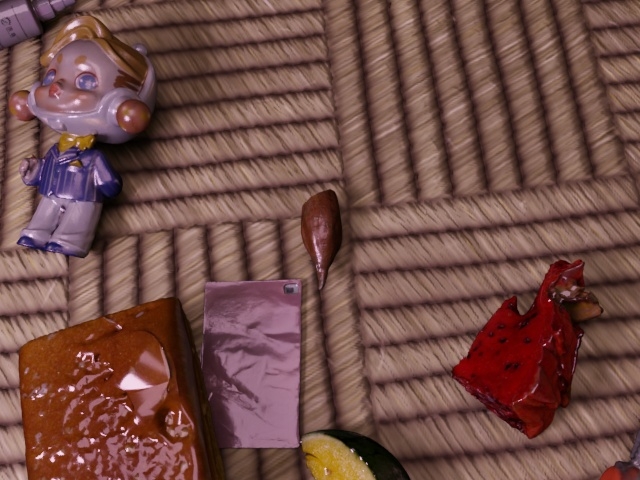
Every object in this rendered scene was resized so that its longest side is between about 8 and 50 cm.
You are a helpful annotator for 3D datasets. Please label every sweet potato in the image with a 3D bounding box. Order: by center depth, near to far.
[{"bbox_3d":[0.000,0.000,0.904,0.049,0.049,0.117,-2,68,3],"label":"sweet potato"}]

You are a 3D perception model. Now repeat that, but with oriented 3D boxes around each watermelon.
[{"bbox_3d":[0.056,0.264,0.807,0.092,0.075,0.181,-41,62,35],"label":"watermelon"}]

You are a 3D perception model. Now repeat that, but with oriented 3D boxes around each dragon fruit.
[{"bbox_3d":[0.235,0.109,0.850,0.092,0.122,0.192,40,67,-24],"label":"dragon fruit"}]

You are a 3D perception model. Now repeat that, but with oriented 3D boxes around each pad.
[{"bbox_3d":[-0.077,0.133,0.880,0.113,0.006,0.187,-2,69,4],"label":"pad"}]

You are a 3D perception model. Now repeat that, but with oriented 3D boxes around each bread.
[{"bbox_3d":[-0.200,0.194,0.807,0.184,0.110,0.234,-17,69,-2],"label":"bread"}]

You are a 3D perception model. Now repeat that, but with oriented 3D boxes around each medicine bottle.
[{"bbox_3d":[-0.404,-0.283,1.035,0.199,0.057,0.057,-22,69,-6],"label":"medicine bottle"}]

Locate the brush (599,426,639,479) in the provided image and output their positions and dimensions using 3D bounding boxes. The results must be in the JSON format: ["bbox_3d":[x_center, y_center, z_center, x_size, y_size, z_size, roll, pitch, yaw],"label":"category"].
[{"bbox_3d":[0.275,0.297,0.763,0.051,0.070,0.323,24,69,11],"label":"brush"}]

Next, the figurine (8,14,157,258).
[{"bbox_3d":[-0.266,-0.115,0.930,0.194,0.133,0.274,-15,73,23],"label":"figurine"}]
